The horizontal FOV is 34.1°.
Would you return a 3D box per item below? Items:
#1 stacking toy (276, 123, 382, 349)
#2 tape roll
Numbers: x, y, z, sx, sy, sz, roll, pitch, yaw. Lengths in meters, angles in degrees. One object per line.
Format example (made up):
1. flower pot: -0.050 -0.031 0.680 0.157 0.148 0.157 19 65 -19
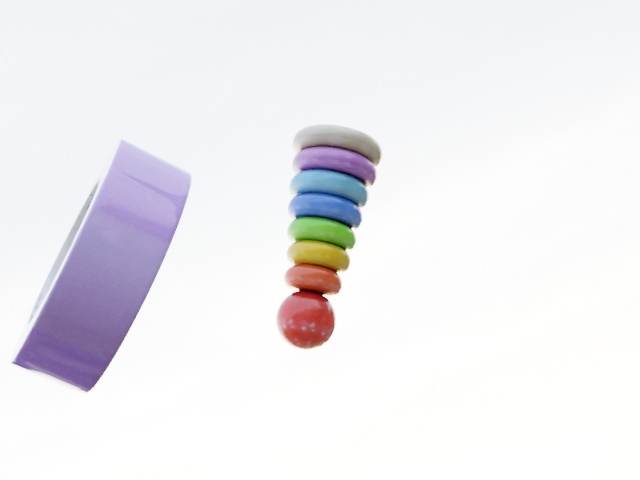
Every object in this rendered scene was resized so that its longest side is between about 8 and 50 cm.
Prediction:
1. stacking toy: 0.000 0.000 1.560 0.141 0.330 0.141 10 -16 3
2. tape roll: -0.242 0.028 1.153 0.090 0.275 0.275 27 -58 -14
